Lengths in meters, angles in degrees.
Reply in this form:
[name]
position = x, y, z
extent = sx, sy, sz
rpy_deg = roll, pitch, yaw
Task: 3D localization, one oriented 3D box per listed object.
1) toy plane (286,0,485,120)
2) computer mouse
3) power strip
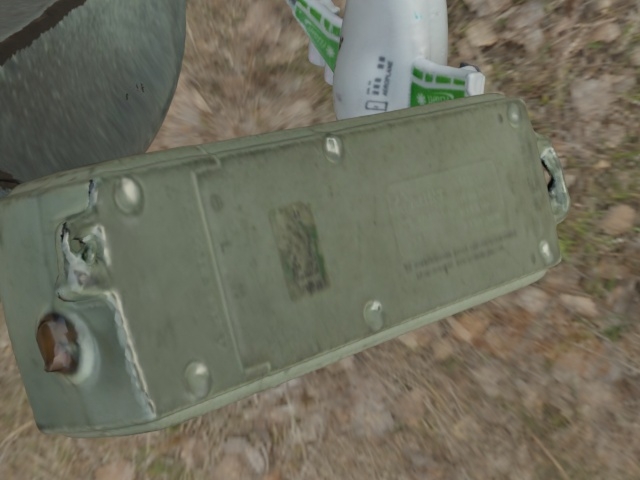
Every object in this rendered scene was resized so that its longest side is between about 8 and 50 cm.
[toy plane]
position = 0.042, -0.128, 1.009
extent = 0.080, 0.174, 0.174
rpy_deg = -27, 95, -34
[computer mouse]
position = -0.184, -0.047, 0.700
extent = 0.203, 0.374, 0.114
rpy_deg = 5, 116, 25
[power strip]
position = 0.000, -0.001, 0.521
extent = 0.052, 0.272, 0.078
rpy_deg = -11, 93, 37
